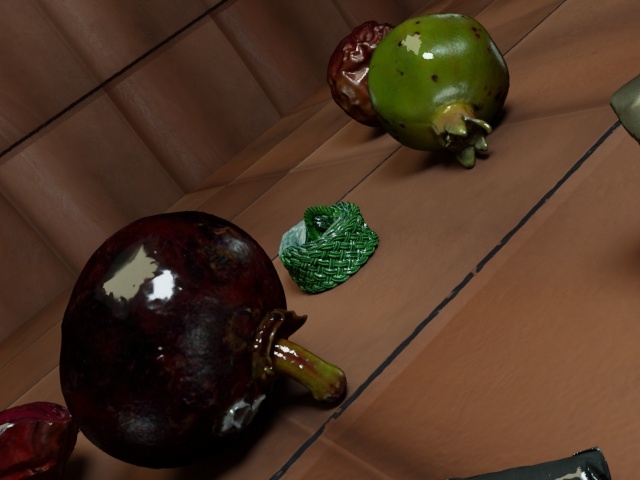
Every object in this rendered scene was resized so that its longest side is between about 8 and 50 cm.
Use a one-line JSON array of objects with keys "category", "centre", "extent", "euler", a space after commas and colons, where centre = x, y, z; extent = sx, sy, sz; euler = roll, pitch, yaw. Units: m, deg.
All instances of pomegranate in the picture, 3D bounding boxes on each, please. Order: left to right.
[{"category": "pomegranate", "centre": [0.167, -0.212, 0.911], "extent": [0.198, 0.198, 0.246], "euler": [-34, 20, 7]}]

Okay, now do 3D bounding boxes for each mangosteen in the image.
[{"category": "mangosteen", "centre": [-0.100, 0.094, 0.609], "extent": [0.261, 0.236, 0.235], "euler": [8, 35, 18]}]

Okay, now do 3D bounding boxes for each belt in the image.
[{"category": "belt", "centre": [0.000, 0.000, 0.857], "extent": [0.121, 0.079, 0.151], "euler": [-41, 16, -15]}]

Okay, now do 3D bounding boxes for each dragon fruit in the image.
[{"category": "dragon fruit", "centre": [-0.394, 0.252, 0.690], "extent": [0.330, 0.240, 0.302], "euler": [-33, 34, 37]}]

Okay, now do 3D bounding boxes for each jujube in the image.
[{"category": "jujube", "centre": [0.132, -0.349, 1.381], "extent": [0.216, 0.216, 0.342], "euler": [-29, 12, 22]}]

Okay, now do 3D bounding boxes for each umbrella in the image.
[{"category": "umbrella", "centre": [0.094, 0.141, 0.363], "extent": [0.133, 0.031, 0.036], "euler": [-26, -7, 33]}]

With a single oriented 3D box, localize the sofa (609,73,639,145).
[{"category": "sofa", "centre": [0.236, -0.055, 0.294], "extent": [0.200, 0.182, 0.258], "euler": [-40, 14, 30]}]
